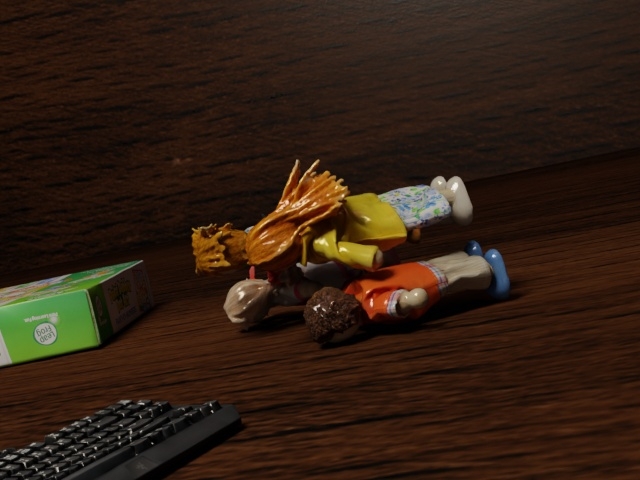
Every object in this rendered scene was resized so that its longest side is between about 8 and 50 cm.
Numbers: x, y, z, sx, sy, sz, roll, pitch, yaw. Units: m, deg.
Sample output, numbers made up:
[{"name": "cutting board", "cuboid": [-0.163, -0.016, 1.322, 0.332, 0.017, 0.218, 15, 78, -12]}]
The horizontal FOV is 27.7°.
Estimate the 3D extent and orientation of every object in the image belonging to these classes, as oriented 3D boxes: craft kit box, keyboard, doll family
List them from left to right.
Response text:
[{"name": "craft kit box", "cuboid": [-0.298, 0.078, 1.189, 0.249, 0.061, 0.246, -12, 7, 4]}, {"name": "keyboard", "cuboid": [-0.121, 0.101, 0.575, 0.108, 0.023, 0.180, -10, 4, 26]}, {"name": "doll family", "cuboid": [0.000, 0.000, 0.910, 0.163, 0.118, 0.263, -14, 5, -21]}]
